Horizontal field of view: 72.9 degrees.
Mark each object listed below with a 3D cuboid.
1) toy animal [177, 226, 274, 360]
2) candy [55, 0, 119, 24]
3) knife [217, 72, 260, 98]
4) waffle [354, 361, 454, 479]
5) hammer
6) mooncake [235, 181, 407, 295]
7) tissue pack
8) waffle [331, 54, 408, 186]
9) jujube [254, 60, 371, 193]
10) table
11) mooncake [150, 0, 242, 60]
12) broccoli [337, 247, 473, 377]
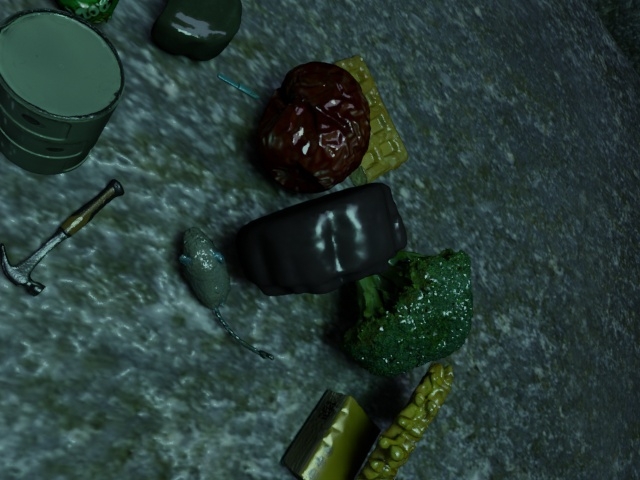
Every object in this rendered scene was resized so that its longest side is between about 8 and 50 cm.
[{"bbox_3d":[-0.166,0.097,0.717,0.070,0.079,0.252,-27,98,-15],"label":"toy animal"},{"bbox_3d":[-0.378,-0.489,0.671,0.097,0.097,0.322,-6,78,-37],"label":"candy"},{"bbox_3d":[-0.157,-0.298,0.838,0.091,0.005,0.014,23,70,-32],"label":"knife"},{"bbox_3d":[0.166,0.354,0.808,0.293,0.069,0.259,-28,143,-51],"label":"waffle"},{"bbox_3d":[-0.365,-0.020,0.624,0.078,0.021,0.200,47,58,-21],"label":"hammer"},{"bbox_3d":[0.000,0.000,0.735,0.283,0.283,0.141,-22,101,-37],"label":"mooncake"},{"bbox_3d":[0.025,0.384,0.807,0.169,0.082,0.120,-49,114,-32],"label":"tissue pack"},{"bbox_3d":[0.089,-0.270,0.984,0.168,0.057,0.273,-37,104,-36],"label":"waffle"},{"bbox_3d":[-0.006,-0.206,0.806,0.213,0.213,0.232,28,66,-30],"label":"jujube"},{"bbox_3d":[-0.338,-0.172,0.546,0.127,0.220,0.126,7,78,-36],"label":"table"},{"bbox_3d":[-0.225,-0.401,0.745,0.168,0.104,0.175,46,61,-26],"label":"mooncake"},{"bbox_3d":[0.150,0.124,0.840,0.275,0.307,0.308,43,55,11],"label":"broccoli"}]
